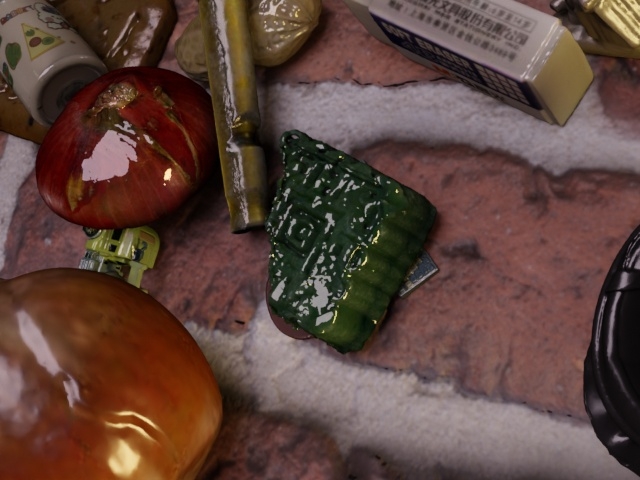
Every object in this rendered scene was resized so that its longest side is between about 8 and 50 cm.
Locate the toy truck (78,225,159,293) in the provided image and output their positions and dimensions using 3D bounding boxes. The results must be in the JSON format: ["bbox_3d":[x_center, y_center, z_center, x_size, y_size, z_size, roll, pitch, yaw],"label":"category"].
[{"bbox_3d":[-0.259,0.052,1.354,0.100,0.077,0.169,12,78,31],"label":"toy truck"}]

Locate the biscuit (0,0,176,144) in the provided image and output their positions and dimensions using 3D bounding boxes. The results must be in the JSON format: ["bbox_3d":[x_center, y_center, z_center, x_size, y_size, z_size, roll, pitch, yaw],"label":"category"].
[{"bbox_3d":[-0.363,-0.298,1.545,0.359,0.046,0.359,-9,70,26],"label":"biscuit"}]

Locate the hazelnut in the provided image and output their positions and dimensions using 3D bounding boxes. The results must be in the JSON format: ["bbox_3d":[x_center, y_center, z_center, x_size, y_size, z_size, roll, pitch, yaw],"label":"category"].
[{"bbox_3d":[-0.292,0.195,1.181,0.372,0.372,0.315,-39,32,11],"label":"hazelnut"}]

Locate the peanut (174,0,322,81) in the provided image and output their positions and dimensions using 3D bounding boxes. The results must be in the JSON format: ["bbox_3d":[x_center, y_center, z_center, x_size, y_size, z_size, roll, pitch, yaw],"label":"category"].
[{"bbox_3d":[-0.094,-0.264,1.366,0.214,0.090,0.099,-14,111,26],"label":"peanut"}]

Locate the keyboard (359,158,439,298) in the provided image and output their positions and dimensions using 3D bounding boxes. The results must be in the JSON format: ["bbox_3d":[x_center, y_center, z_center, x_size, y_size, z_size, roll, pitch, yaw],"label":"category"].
[{"bbox_3d":[0.070,-0.016,1.240,0.055,0.014,0.176,-37,61,9],"label":"keyboard"}]

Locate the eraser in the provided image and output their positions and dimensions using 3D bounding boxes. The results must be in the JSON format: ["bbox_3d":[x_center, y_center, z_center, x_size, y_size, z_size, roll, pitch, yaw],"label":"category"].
[{"bbox_3d":[0.158,-0.231,1.199,0.279,0.124,0.081,32,90,32],"label":"eraser"}]

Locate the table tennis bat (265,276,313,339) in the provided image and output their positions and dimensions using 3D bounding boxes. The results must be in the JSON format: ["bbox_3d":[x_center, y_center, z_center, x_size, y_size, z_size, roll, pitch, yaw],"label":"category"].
[{"bbox_3d":[-0.027,0.041,1.272,0.095,0.014,0.158,-24,66,21],"label":"table tennis bat"}]

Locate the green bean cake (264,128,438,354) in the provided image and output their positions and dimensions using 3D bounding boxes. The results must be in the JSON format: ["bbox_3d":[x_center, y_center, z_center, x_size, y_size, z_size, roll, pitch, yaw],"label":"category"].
[{"bbox_3d":[0.000,0.000,1.202,0.193,0.107,0.208,29,91,31],"label":"green bean cake"}]

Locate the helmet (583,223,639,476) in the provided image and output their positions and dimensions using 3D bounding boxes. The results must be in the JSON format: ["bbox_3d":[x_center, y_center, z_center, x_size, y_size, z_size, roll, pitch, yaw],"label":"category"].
[{"bbox_3d":[0.374,0.089,0.956,0.230,0.160,0.279,43,112,49],"label":"helmet"}]

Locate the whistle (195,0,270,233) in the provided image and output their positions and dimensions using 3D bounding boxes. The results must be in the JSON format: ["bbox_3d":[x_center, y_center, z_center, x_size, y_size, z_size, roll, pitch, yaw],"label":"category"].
[{"bbox_3d":[-0.105,-0.172,1.295,0.068,0.057,0.327,-10,89,52],"label":"whistle"}]

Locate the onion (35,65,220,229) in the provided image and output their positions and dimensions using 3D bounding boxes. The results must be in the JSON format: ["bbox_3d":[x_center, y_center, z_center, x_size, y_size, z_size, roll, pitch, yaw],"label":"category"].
[{"bbox_3d":[-0.241,-0.123,1.338,0.248,0.161,0.248,-21,28,12],"label":"onion"}]

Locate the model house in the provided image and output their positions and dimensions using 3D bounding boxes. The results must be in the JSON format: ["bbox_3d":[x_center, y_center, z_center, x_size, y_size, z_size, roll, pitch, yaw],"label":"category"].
[{"bbox_3d":[0.339,-0.274,1.098,0.229,0.188,0.122,-37,76,13],"label":"model house"}]

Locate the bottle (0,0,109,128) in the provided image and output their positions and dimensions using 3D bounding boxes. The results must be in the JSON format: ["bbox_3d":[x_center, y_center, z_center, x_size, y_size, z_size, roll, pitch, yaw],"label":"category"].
[{"bbox_3d":[-0.391,-0.267,1.453,0.120,0.120,0.253,-46,59,8],"label":"bottle"}]
